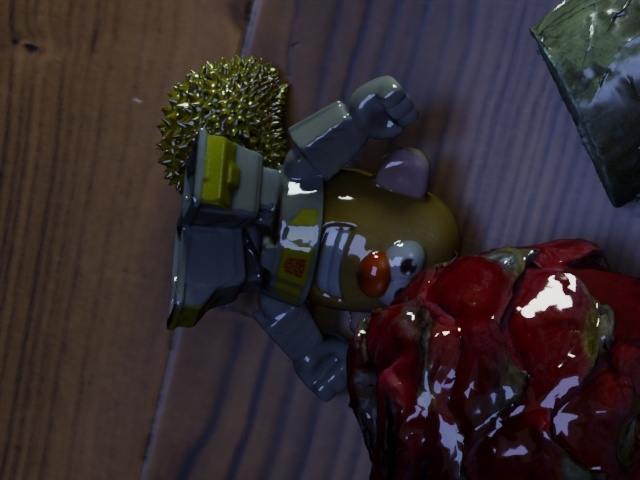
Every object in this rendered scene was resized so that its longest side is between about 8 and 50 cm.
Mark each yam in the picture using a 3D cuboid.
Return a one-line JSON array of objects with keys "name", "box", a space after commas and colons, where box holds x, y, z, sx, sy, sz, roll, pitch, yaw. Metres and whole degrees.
[{"name": "yam", "box": [0.344, -0.181, 1.361, 0.271, 0.201, 0.202, -30, 83, 10]}]

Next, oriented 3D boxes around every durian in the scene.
[{"name": "durian", "box": [-0.106, -0.090, 1.552, 0.147, 0.102, 0.208, -4, 94, 12]}]

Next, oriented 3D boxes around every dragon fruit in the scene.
[{"name": "dragon fruit", "box": [0.182, 0.153, 1.346, 0.329, 0.329, 0.329, 0, 91, 18]}]

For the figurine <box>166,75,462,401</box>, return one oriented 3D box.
[{"name": "figurine", "box": [0.000, -0.002, 1.467, 0.285, 0.167, 0.342, 8, 137, -12]}]
